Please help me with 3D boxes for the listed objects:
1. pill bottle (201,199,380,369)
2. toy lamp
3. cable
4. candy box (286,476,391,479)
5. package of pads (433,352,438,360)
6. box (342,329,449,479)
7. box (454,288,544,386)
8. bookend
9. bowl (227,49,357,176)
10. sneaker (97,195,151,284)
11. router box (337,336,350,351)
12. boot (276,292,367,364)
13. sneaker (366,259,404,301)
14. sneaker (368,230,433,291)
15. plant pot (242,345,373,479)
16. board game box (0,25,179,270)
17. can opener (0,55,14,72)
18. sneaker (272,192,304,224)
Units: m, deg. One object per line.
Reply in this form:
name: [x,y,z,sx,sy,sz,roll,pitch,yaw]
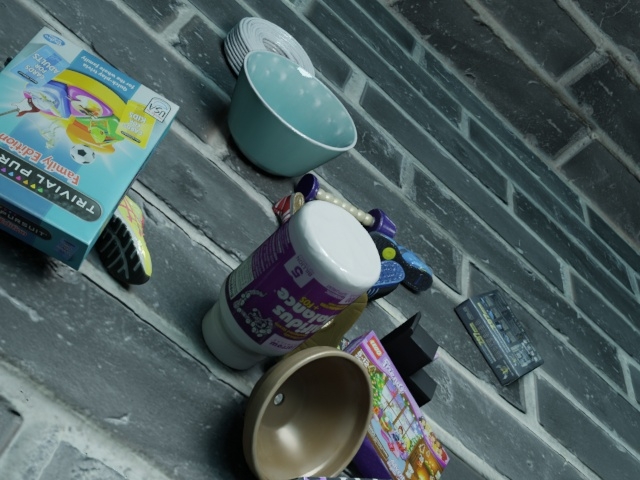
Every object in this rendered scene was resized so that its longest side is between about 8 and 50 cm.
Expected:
pill bottle: [-0.058,0.085,1.294,0.169,0.301,0.169,32,33,-25]
toy lamp: [0.067,-0.068,1.862,0.274,0.080,0.080,24,38,-32]
cable: [-0.127,-0.460,2.040,0.257,0.089,0.257,25,37,-35]
candy box: [0.030,0.446,1.194,0.196,0.070,0.165,17,58,-42]
package of pads: [0.222,0.249,1.745,0.083,0.032,0.050,-4,57,-54]
box: [0.113,0.332,1.436,0.293,0.057,0.201,59,30,-2]
box: [0.461,0.245,2.034,0.183,0.059,0.233,-7,62,-56]
bookend: [0.184,0.251,1.568,0.156,0.157,0.072,46,30,-3]
bowl: [-0.085,-0.263,1.784,0.311,0.163,0.312,30,32,-21]
sneaker: [-0.319,-0.021,1.298,0.094,0.081,0.209,-1,56,-56]
router box: [0.007,0.214,1.496,0.092,0.038,0.122,38,32,-17]
boot: [-0.032,0.150,1.449,0.213,0.165,0.077,-48,124,-20]
sneaker: [0.066,0.097,1.679,0.232,0.090,0.081,-1,55,-27]
sneaker: [0.183,0.042,1.906,0.209,0.069,0.082,37,18,-19]
plant pot: [-0.039,0.270,1.252,0.237,0.238,0.109,17,2,-42]
board game box: [-0.401,-0.152,1.221,0.253,0.079,0.336,30,47,-10]
can opener: [-0.455,-0.192,1.349,0.283,0.076,0.095,48,62,-2]
sneaker: [-0.073,-0.042,1.693,0.042,0.067,0.119,25,67,-38]
